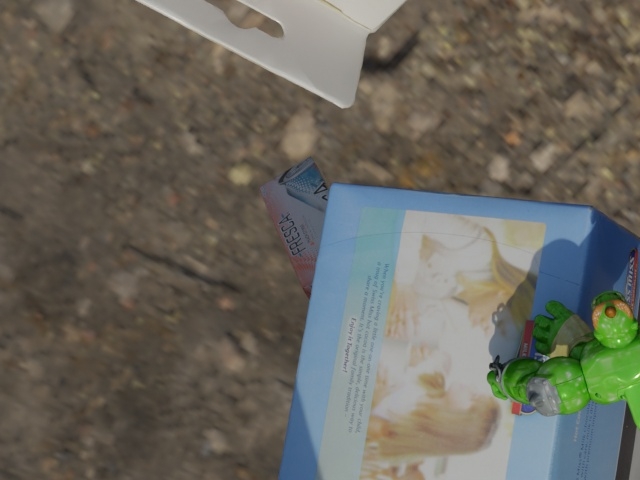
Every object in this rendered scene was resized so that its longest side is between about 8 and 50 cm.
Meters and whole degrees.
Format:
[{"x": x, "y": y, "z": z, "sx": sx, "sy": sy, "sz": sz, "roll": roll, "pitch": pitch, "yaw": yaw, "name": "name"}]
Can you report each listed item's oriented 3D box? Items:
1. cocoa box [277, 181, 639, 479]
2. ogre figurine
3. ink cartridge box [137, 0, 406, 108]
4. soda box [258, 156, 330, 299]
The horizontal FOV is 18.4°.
[{"x": 0.121, "y": 0.150, "z": 1.561, "sx": 0.231, "sy": 0.228, "sz": 0.347, "roll": 6, "pitch": 81, "yaw": 27, "name": "cocoa box"}, {"x": 0.213, "y": 0.078, "z": 1.356, "sx": 0.197, "sy": 0.118, "sz": 0.097, "roll": 1, "pitch": 100, "yaw": 5, "name": "ogre figurine"}, {"x": -0.001, "y": -0.288, "z": 1.351, "sx": 0.119, "sy": 0.207, "sz": 0.353, "roll": -39, "pitch": 31, "yaw": 50, "name": "ink cartridge box"}, {"x": 0.000, "y": 0.000, "z": 1.810, "sx": 0.063, "sy": 0.058, "sz": 0.183, "roll": -31, "pitch": 35, "yaw": 3, "name": "soda box"}]
